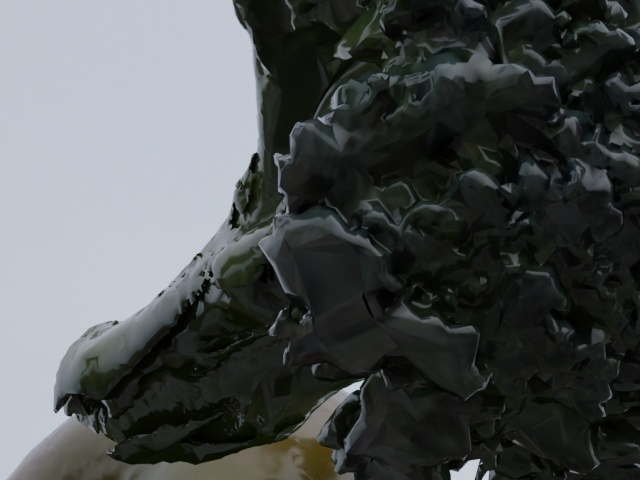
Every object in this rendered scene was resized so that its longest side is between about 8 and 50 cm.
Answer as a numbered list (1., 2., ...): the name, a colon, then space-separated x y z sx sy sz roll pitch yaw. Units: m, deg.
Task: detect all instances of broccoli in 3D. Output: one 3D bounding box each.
1. broccoli: -0.006 -0.016 0.561 0.275 0.177 0.198 -7 -60 41

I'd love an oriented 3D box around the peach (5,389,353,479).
1. peach: -0.062 0.155 0.814 0.251 0.251 0.153 -19 -56 31
